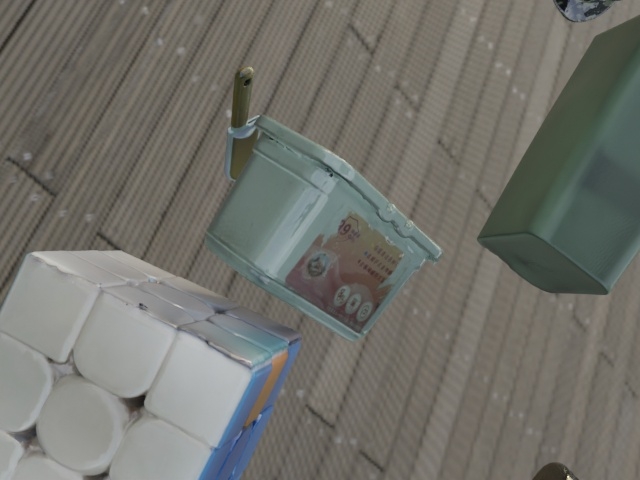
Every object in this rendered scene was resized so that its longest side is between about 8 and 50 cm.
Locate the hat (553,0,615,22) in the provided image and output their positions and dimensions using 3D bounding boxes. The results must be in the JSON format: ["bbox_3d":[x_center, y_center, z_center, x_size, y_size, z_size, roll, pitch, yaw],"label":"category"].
[{"bbox_3d":[0.282,-0.266,1.000,0.121,0.050,0.121,-14,122,-23],"label":"hat"}]

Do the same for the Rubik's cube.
[{"bbox_3d":[-0.226,0.195,1.193,0.292,0.291,0.290,-65,171,5],"label":"Rubik's cube"}]

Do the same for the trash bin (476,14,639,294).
[{"bbox_3d":[0.365,-0.109,1.288,0.158,0.223,0.343,38,81,-9],"label":"trash bin"}]

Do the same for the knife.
[{"bbox_3d":[-0.117,-0.171,1.568,0.061,0.343,0.027,-29,73,-20],"label":"knife"}]

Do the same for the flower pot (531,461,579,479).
[{"bbox_3d":[0.438,0.471,1.507,0.267,0.267,0.267,24,60,-1],"label":"flower pot"}]

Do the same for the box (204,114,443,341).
[{"bbox_3d":[0.000,0.000,1.302,0.182,0.175,0.312,-55,140,0],"label":"box"}]
